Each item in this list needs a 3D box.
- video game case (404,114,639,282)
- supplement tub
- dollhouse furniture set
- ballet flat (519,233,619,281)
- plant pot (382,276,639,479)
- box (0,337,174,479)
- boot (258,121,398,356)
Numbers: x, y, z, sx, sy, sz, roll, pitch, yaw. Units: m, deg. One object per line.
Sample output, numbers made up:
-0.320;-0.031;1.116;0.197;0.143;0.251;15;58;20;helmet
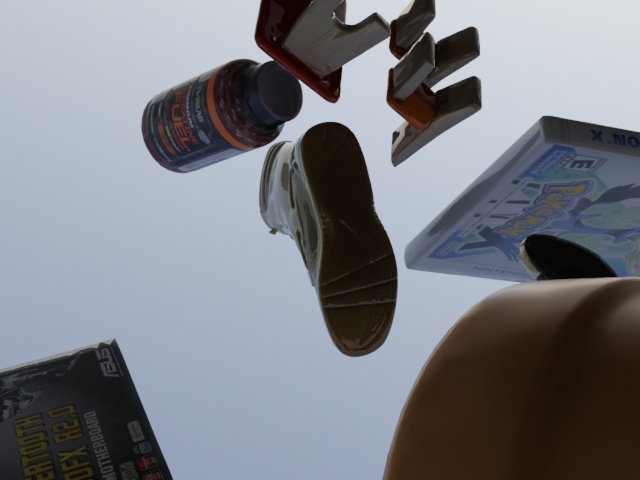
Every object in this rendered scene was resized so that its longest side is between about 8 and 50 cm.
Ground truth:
0.292;-0.023;1.123;0.300;0.329;0.036;7;-115;-18;video game case
-0.112;-0.148;1.185;0.198;0.106;0.106;-15;-173;43;supplement tub
-0.008;-0.211;0.833;0.262;0.135;0.259;36;-143;-26;dollhouse furniture set
0.225;0.056;0.807;0.173;0.049;0.057;36;-122;-2;ballet flat
0.189;0.151;0.426;0.203;0.290;0.291;-10;-170;43;plant pot
-0.218;0.170;0.778;0.183;0.056;0.231;-13;-154;-16;box
0.000;0.000;1.205;0.095;0.262;0.203;-15;-175;-19;boot
